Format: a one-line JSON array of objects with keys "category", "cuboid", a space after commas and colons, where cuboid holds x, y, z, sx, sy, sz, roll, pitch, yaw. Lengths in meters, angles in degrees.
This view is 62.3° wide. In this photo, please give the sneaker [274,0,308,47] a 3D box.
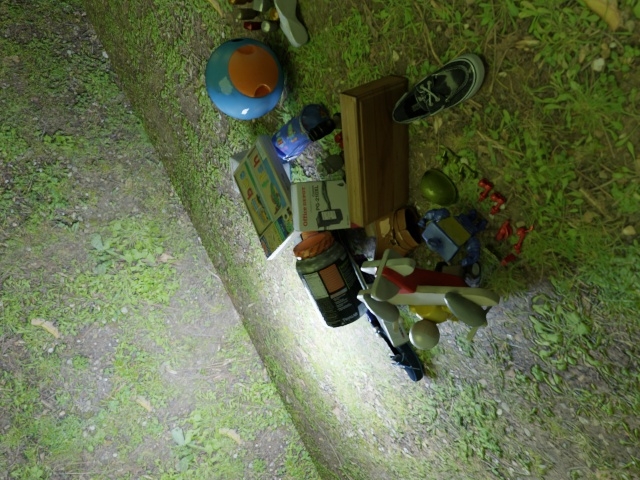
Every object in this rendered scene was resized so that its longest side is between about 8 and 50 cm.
[{"category": "sneaker", "cuboid": [-0.115, -0.753, 1.777, 0.094, 0.080, 0.212, 20, 132, 65]}]

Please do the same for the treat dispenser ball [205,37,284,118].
[{"category": "treat dispenser ball", "cuboid": [-0.278, -0.592, 1.946, 0.288, 0.288, 0.288, 39, 143, 37]}]

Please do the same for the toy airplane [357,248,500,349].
[{"category": "toy airplane", "cuboid": [0.288, 0.174, 1.511, 0.386, 0.384, 0.272, 51, -137, -79]}]

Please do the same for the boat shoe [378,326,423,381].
[{"category": "boat shoe", "cuboid": [0.304, 0.445, 2.078, 0.258, 0.089, 0.109, 58, 151, 8]}]

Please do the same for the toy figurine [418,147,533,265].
[{"category": "toy figurine", "cuboid": [0.357, -0.057, 1.443, 0.362, 0.217, 0.191, 51, 149, 20]}]

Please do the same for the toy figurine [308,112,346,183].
[{"category": "toy figurine", "cuboid": [0.084, -0.308, 1.761, 0.213, 0.148, 0.209, 22, 138, 47]}]

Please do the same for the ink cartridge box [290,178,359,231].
[{"category": "ink cartridge box", "cuboid": [0.025, -0.124, 1.847, 0.100, 0.237, 0.172, -161, 66, -77]}]

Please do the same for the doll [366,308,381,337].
[{"category": "doll", "cuboid": [0.209, 0.314, 2.120, 0.189, 0.046, 0.129, 57, -167, -20]}]

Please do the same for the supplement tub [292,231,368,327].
[{"category": "supplement tub", "cuboid": [0.034, 0.139, 1.910, 0.193, 0.193, 0.316, 2, 120, 58]}]

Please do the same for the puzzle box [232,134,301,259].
[{"category": "puzzle box", "cuboid": [-0.204, -0.165, 2.053, 0.272, 0.052, 0.409, -45, 63, 46]}]

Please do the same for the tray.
[{"category": "tray", "cuboid": [0.170, -0.262, 1.585, 0.076, 0.203, 0.411, 30, 138, 43]}]

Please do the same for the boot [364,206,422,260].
[{"category": "boot", "cuboid": [0.275, 0.025, 1.783, 0.220, 0.109, 0.283, -16, 92, 57]}]

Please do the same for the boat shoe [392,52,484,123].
[{"category": "boat shoe", "cuboid": [0.295, -0.384, 1.385, 0.301, 0.102, 0.108, -16, 100, 61]}]

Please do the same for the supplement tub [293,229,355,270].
[{"category": "supplement tub", "cuboid": [0.000, 0.000, 2.076, 0.207, 0.207, 0.338, 8, 120, 56]}]

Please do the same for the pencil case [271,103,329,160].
[{"category": "pencil case", "cuboid": [-0.080, -0.392, 1.964, 0.306, 0.119, 0.133, -22, 70, 61]}]

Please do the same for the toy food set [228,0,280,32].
[{"category": "toy food set", "cuboid": [-0.213, -0.810, 1.893, 0.232, 0.104, 0.111, 24, 122, 24]}]

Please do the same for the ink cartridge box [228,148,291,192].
[{"category": "ink cartridge box", "cuboid": [-0.259, -0.281, 2.299, 0.233, 0.168, 0.171, 34, 139, 40]}]

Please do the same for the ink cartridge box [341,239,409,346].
[{"category": "ink cartridge box", "cuboid": [0.191, 0.169, 1.889, 0.324, 0.071, 0.330, -115, 1, -73]}]
